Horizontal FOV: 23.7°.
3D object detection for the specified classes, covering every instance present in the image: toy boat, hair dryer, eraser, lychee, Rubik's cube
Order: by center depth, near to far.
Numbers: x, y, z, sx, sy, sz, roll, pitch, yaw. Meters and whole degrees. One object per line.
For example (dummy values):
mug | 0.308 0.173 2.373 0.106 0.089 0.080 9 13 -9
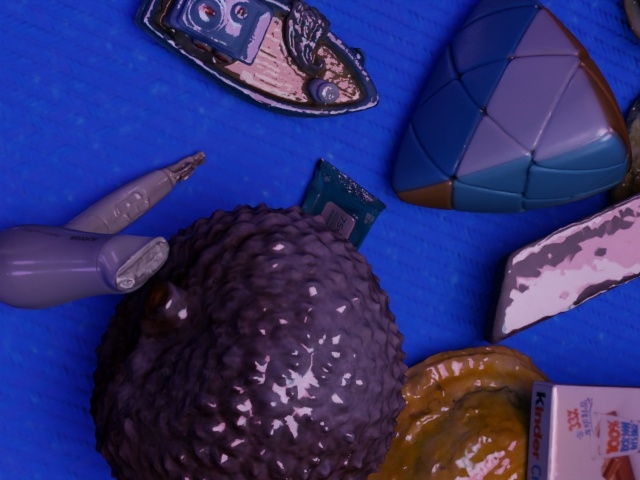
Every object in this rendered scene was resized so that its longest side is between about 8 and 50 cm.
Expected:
lychee | -0.051 0.118 1.320 0.300 0.300 0.300 -1 93 -22
hair dryer | -0.163 -0.020 1.346 0.237 0.206 0.075 -42 117 -40
toy boat | -0.049 -0.181 1.408 0.238 0.098 0.109 26 86 -21
Rubik's cube | 0.184 -0.089 1.443 0.254 0.254 0.254 -1 93 -22
eraser | 0.308 -0.006 1.504 0.352 0.111 0.077 -26 88 0

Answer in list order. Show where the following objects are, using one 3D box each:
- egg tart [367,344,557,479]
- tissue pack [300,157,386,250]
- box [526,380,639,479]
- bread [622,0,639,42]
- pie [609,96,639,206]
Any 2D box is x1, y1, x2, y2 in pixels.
egg tart | 0.159 0.262 1.495 0.319 0.128 0.319 -1 94 -19
tissue pack | 0.000 0.000 1.474 0.085 0.028 0.138 36 75 -22
box | 0.316 0.274 1.462 0.265 0.048 0.273 5 88 -24
bread | 0.453 -0.261 1.596 0.305 0.142 0.091 -14 141 -19
pie | 0.430 -0.069 1.613 0.277 0.078 0.277 0 90 -21
